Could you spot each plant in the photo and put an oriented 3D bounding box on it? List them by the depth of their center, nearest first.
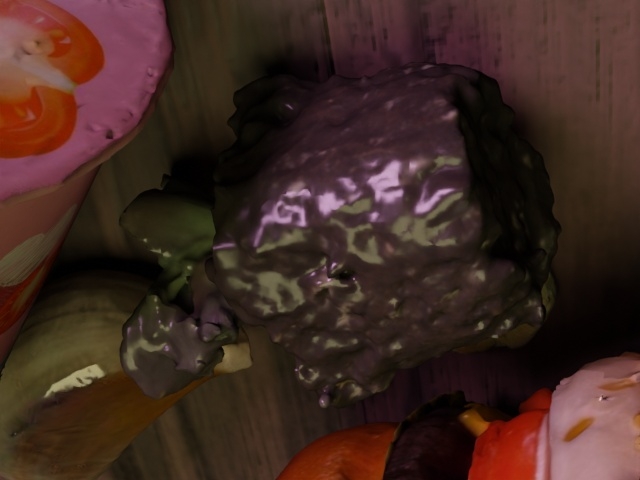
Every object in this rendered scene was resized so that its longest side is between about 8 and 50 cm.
[{"bbox_3d":[0.000,0.000,0.544,0.203,0.142,0.131,-7,135,27],"label":"plant"}]

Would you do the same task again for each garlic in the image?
[{"bbox_3d":[-0.134,0.098,0.675,0.128,0.090,0.198,19,124,-23],"label":"garlic"}]

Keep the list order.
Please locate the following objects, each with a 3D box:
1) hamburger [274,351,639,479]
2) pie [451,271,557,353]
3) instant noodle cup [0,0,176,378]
[{"bbox_3d":[0.126,0.221,0.588,0.250,0.330,0.330,-20,123,25],"label":"hamburger"},{"bbox_3d":[0.085,0.029,0.632,0.084,0.020,0.084,2,129,3],"label":"pie"},{"bbox_3d":[-0.209,-0.029,0.495,0.242,0.243,0.231,21,133,-9],"label":"instant noodle cup"}]
